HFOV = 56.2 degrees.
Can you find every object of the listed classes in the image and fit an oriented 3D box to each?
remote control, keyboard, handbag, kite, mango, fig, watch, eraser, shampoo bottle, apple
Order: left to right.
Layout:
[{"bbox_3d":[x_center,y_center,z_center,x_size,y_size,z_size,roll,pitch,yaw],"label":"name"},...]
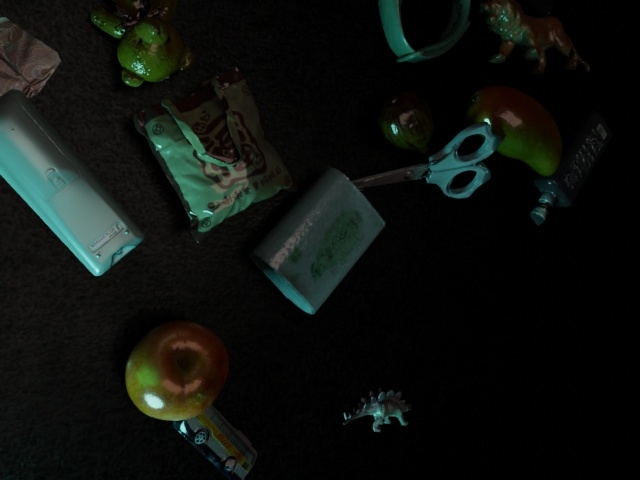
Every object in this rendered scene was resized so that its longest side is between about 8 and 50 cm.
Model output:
[{"bbox_3d":[-0.498,-0.297,0.856,0.229,0.016,0.127,44,69,-25],"label":"kite"},{"bbox_3d":[-0.395,-0.083,0.907,0.103,0.051,0.293,-44,113,-21],"label":"remote control"},{"bbox_3d":[-0.232,0.211,0.967,0.164,0.139,0.163,10,63,-19],"label":"apple"},{"bbox_3d":[-0.166,-0.143,0.990,0.213,0.127,0.234,-31,105,-23],"label":"handbag"},{"bbox_3d":[0.000,0.000,1.120,0.174,0.081,0.227,48,70,-24],"label":"eraser"},{"bbox_3d":[0.177,-0.223,1.200,0.109,0.103,0.154,-34,129,0],"label":"fig"},{"bbox_3d":[0.210,-0.470,1.223,0.195,0.068,0.237,43,69,-27],"label":"watch"},{"bbox_3d":[0.443,-0.248,1.331,0.289,0.129,0.146,17,60,-37],"label":"mango"},{"bbox_3d":[0.473,-0.590,1.392,0.203,0.011,0.067,21,81,-29],"label":"keyboard"},{"bbox_3d":[0.600,-0.172,1.455,0.098,0.071,0.309,44,72,-25],"label":"shampoo bottle"}]

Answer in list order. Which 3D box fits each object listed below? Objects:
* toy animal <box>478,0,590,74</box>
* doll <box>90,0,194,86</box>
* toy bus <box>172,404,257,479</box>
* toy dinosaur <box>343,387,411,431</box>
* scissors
[{"bbox_3d":[0.476,-0.471,1.357,0.313,0.097,0.157,1,86,-31],"label":"toy animal"},{"bbox_3d":[-0.281,-0.352,0.932,0.137,0.097,0.209,-24,99,-21],"label":"doll"},{"bbox_3d":[-0.183,0.347,1.052,0.072,0.057,0.172,-49,114,-28],"label":"toy bus"},{"bbox_3d":[0.117,0.348,1.229,0.209,0.039,0.082,0,90,-40],"label":"toy dinosaur"},{"bbox_3d":[0.208,-0.139,1.226,0.361,0.029,0.191,-14,137,-19],"label":"scissors"}]
